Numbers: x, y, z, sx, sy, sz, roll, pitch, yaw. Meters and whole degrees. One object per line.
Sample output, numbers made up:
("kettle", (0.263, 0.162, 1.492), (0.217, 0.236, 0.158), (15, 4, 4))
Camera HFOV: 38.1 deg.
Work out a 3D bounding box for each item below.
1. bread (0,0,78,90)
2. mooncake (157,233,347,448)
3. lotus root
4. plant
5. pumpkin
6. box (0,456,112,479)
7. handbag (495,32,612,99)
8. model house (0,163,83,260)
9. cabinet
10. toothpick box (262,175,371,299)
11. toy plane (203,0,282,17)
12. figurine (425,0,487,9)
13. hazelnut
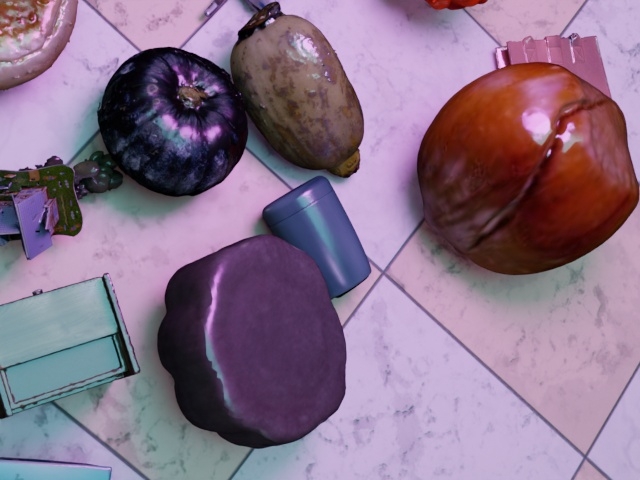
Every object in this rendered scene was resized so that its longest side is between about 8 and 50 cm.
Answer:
("bread", (-0.504, -0.349, 1.321), (0.305, 0.158, 0.306), (3, 83, -21))
("mooncake", (-0.099, 0.150, 1.357), (0.306, 0.154, 0.306), (15, 67, -39))
("lotus root", (-0.023, -0.222, 1.472), (0.173, 0.173, 0.309), (-44, 116, -22))
("plant", (-0.368, -0.090, 1.373), (0.174, 0.087, 0.085), (-17, 122, -26))
("pumpkin", (-0.217, -0.180, 1.389), (0.233, 0.163, 0.233), (17, 54, -25))
("box", (-0.367, 0.332, 1.204), (0.153, 0.245, 0.092), (10, 74, -20))
("handbag", (0.435, -0.306, 1.730), (0.212, 0.059, 0.157), (-9, 85, -24))
("model house", (-0.426, -0.035, 1.285), (0.166, 0.088, 0.117), (-2, 114, 0))
("cabinet", (-0.365, 0.142, 1.254), (0.174, 0.215, 0.148), (-17, 87, -23))
("toothpick box", (0.000, 0.000, 1.476), (0.120, 0.120, 0.184), (-33, 96, -23))
("toy plane", (-0.091, -0.387, 1.515), (0.181, 0.107, 0.273), (-16, 86, -32))
("figurine", (0.129, -0.538, 1.522), (0.411, 0.306, 0.241), (23, 83, -14))
("hazelnut", (0.341, -0.118, 1.535), (0.372, 0.315, 0.373), (0, 102, 1))
